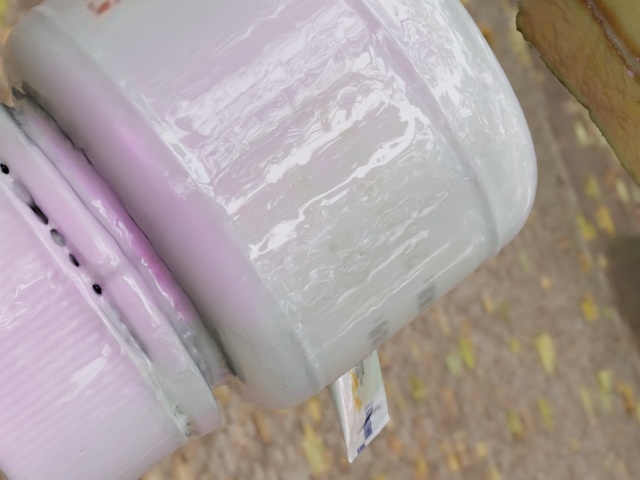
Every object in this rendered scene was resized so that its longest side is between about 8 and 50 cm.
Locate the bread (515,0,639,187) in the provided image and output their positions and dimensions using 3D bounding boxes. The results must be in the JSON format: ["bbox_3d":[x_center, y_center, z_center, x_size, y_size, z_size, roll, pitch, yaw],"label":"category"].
[{"bbox_3d":[0.270,-0.170,1.190,0.167,0.264,0.163,48,-25,14],"label":"bread"}]

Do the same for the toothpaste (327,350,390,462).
[{"bbox_3d":[0.000,0.000,1.395,0.056,0.058,0.314,22,-51,66],"label":"toothpaste"}]

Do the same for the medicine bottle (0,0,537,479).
[{"bbox_3d":[-0.071,-0.021,0.989,0.241,0.302,0.241,51,-10,12],"label":"medicine bottle"}]
